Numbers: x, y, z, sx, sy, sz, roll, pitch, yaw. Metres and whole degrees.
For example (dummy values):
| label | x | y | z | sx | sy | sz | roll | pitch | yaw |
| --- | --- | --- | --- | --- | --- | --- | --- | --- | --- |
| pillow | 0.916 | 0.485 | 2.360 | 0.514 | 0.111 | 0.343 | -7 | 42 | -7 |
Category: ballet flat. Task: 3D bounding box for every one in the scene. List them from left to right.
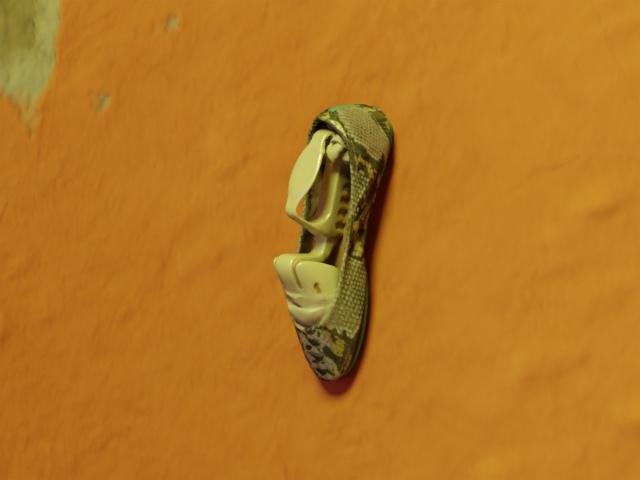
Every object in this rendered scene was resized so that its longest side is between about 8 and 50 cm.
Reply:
| label | x | y | z | sx | sy | sz | roll | pitch | yaw |
| --- | --- | --- | --- | --- | --- | --- | --- | --- | --- |
| ballet flat | 0.000 | 0.000 | 0.807 | 0.041 | 0.041 | 0.114 | 13 | 94 | 49 |
